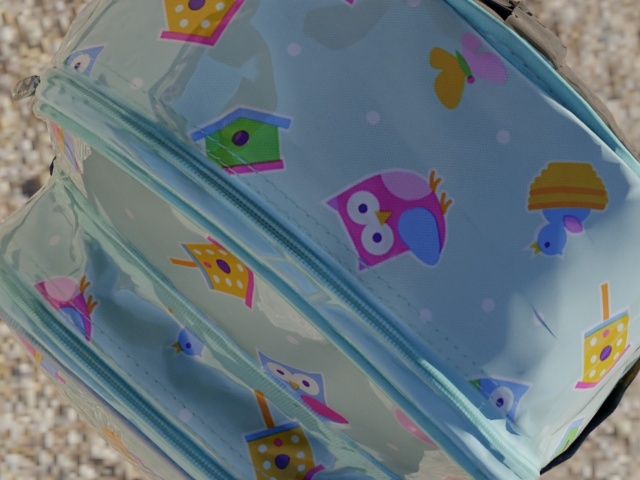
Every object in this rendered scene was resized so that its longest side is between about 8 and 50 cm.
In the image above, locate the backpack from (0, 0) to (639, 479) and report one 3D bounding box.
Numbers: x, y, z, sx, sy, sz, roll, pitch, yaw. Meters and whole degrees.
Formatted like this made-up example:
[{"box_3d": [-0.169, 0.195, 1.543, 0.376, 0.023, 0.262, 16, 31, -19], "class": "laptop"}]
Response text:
[{"box_3d": [0.000, 0.000, 0.456, 0.166, 0.188, 0.144, 42, 76, 2], "class": "backpack"}]
